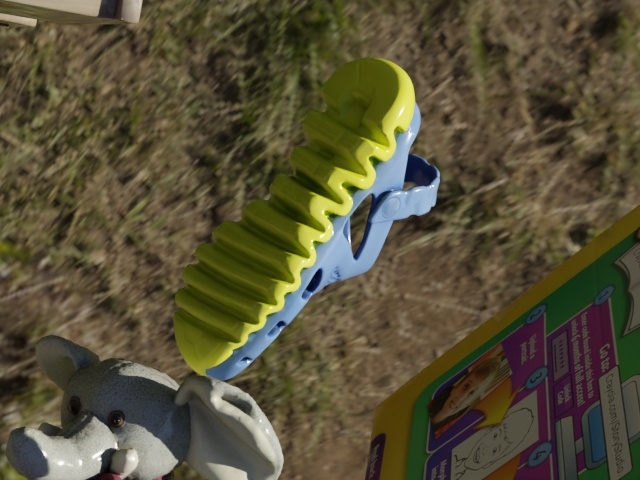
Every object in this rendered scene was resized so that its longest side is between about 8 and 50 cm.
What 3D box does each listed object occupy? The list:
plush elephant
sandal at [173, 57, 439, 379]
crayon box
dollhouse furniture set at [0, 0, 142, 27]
[{"bbox_3d":[-0.179,0.220,1.328,0.330,0.272,0.255,-29,114,-52],"label":"plush elephant"},{"bbox_3d":[0.000,0.000,1.374,0.317,0.126,0.138,-49,134,2],"label":"sandal"},{"bbox_3d":[0.165,0.142,0.960,0.106,0.313,0.363,45,23,-15],"label":"crayon box"},{"bbox_3d":[-0.214,-0.289,0.895,0.198,0.286,0.303,8,93,-28],"label":"dollhouse furniture set"}]
